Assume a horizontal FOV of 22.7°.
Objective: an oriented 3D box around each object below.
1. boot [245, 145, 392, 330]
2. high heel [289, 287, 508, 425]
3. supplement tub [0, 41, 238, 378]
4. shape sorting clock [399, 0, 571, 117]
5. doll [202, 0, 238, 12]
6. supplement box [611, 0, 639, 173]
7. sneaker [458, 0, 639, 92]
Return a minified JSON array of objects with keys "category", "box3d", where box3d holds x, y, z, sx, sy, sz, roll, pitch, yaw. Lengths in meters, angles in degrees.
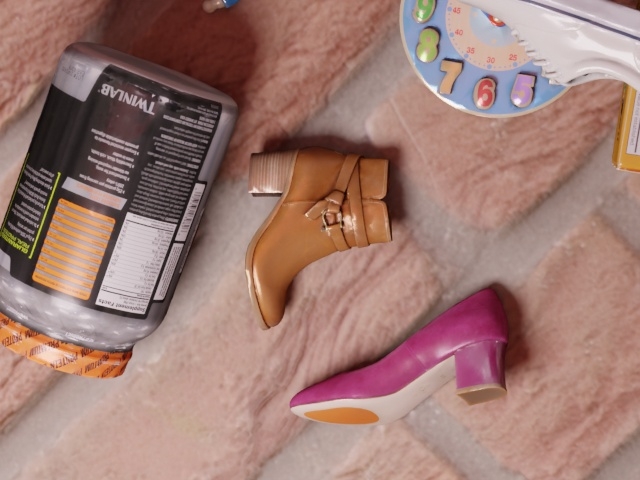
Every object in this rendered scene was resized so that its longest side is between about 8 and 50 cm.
[{"category":"boot","box3d":[0.000,0.000,1.673,0.152,0.073,0.197,2,98,6]},{"category":"high heel","box3d":[0.080,0.123,1.679,0.244,0.082,0.117,-14,60,24]},{"category":"supplement tub","box3d":[-0.222,-0.030,1.646,0.194,0.193,0.316,23,98,8]},{"category":"shape sorting clock","box3d":[0.183,-0.229,1.635,0.206,0.040,0.206,1,94,10]},{"category":"doll","box3d":[-0.106,-0.303,1.677,0.189,0.046,0.129,14,88,2]},{"category":"supplement box","box3d":[0.347,-0.181,1.592,0.080,0.078,0.233,11,97,6]},{"category":"sneaker","box3d":[0.234,-0.198,1.543,0.258,0.094,0.091,22,97,24]}]
